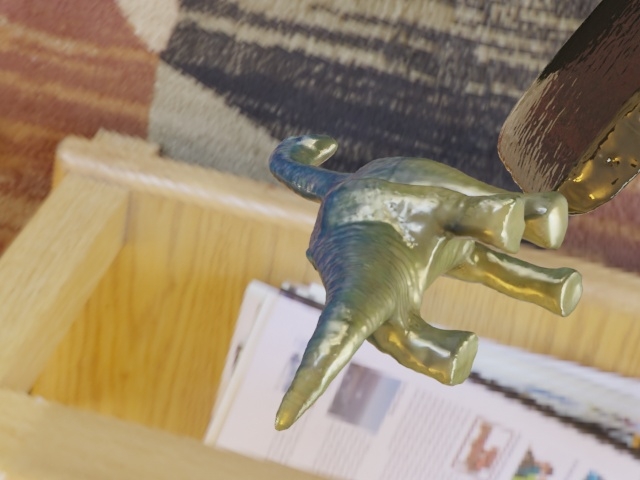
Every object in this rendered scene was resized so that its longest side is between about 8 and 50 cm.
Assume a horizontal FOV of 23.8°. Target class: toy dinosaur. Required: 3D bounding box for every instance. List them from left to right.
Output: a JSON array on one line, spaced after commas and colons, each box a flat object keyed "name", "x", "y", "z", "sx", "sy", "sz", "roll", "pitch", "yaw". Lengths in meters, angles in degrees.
[{"name": "toy dinosaur", "x": 0.000, "y": 0.000, "z": 0.632, "sx": 0.188, "sy": 0.247, "sz": 0.075, "roll": 12, "pitch": 115, "yaw": 30}]

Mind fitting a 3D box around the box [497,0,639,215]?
[{"name": "box", "x": 0.185, "y": -0.111, "z": 0.878, "sx": 0.042, "sy": 0.201, "sz": 0.212, "roll": 36, "pitch": 103, "yaw": -12}]
